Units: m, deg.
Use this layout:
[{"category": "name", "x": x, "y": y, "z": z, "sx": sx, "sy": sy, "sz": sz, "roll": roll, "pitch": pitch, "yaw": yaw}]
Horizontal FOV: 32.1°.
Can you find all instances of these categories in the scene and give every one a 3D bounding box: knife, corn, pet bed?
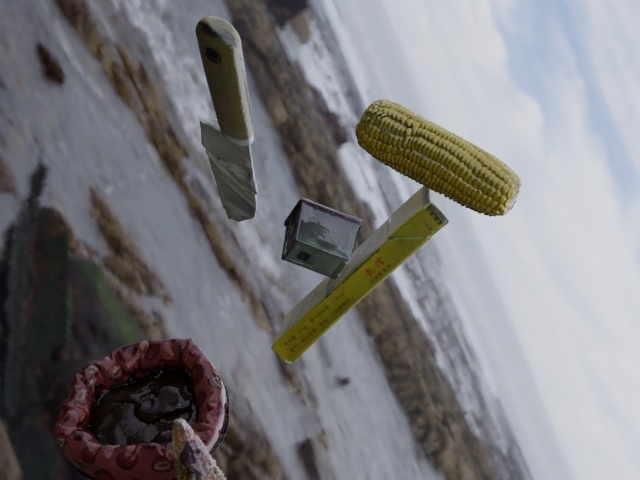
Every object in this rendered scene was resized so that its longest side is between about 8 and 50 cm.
[{"category": "knife", "x": -0.062, "y": -0.067, "z": 0.723, "sx": 0.047, "sy": 0.017, "sz": 0.298, "roll": 25, "pitch": -17, "yaw": 9}, {"category": "corn", "x": 0.127, "y": -0.089, "z": 1.209, "sx": 0.203, "sy": 0.072, "sz": 0.072, "roll": 31, "pitch": -11, "yaw": 24}, {"category": "pet bed", "x": -0.193, "y": 0.186, "z": 1.216, "sx": 0.201, "sy": 0.201, "sz": 0.053, "roll": -106, "pitch": -178, "yaw": -52}]

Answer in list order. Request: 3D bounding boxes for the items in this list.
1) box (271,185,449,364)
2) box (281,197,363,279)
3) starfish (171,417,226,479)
[{"category": "box", "x": 0.054, "y": 0.040, "z": 1.449, "sx": 0.041, "sy": 0.279, "sz": 0.153, "roll": 45, "pitch": 12, "yaw": -5}, {"category": "box", "x": 0.000, "y": 0.000, "z": 1.324, "sx": 0.060, "sy": 0.084, "sz": 0.063, "roll": 126, "pitch": -21, "yaw": -49}, {"category": "starfish", "x": -0.087, "y": 0.273, "z": 1.047, "sx": 0.071, "sy": 0.238, "sz": 0.216, "roll": 58, "pitch": 28, "yaw": -82}]
